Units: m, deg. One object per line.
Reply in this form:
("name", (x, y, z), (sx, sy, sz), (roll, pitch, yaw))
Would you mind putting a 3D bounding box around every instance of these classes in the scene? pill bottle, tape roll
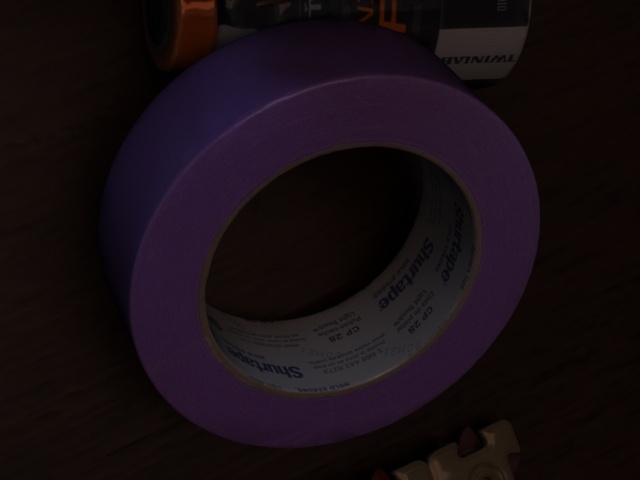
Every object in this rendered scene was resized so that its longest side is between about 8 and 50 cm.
("pill bottle", (0.007, -0.161, 0.956), (0.246, 0.130, 0.130), (-6, 94, -22))
("tape roll", (0.000, 0.000, 0.919), (0.275, 0.090, 0.274), (-11, 124, -17))

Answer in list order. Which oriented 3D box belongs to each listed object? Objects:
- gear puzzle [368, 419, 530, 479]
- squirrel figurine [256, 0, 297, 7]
("gear puzzle", (0.023, 0.264, 1.009), (0.339, 0.044, 0.175), (-20, 92, -27))
("squirrel figurine", (-0.020, -0.315, 0.802), (0.370, 0.281, 0.397), (28, 50, 10))
